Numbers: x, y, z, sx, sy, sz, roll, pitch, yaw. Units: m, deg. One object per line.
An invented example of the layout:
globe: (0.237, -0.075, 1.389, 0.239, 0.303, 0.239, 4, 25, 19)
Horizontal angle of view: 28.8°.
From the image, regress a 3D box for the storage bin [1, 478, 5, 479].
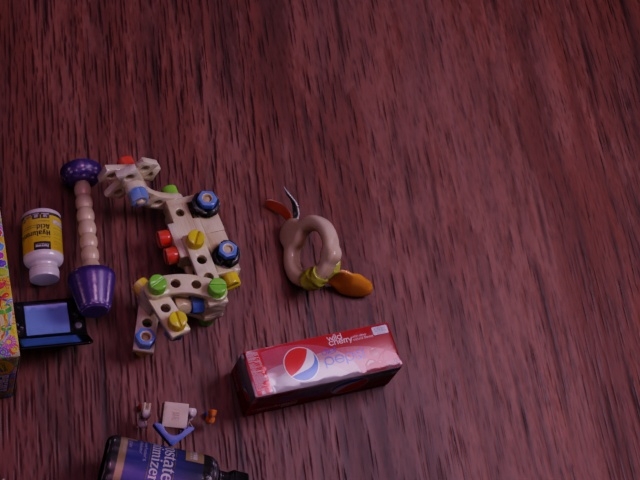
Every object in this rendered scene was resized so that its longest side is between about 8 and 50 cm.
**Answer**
storage bin: (-0.342, 0.457, 1.705, 0.262, 0.123, 0.260, 10, 24, 0)

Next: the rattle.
rattle: (0.000, 0.000, 2.171, 0.142, 0.130, 0.200, -3, 37, -30)

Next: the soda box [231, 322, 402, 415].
soda box: (-0.006, 0.210, 2.040, 0.263, 0.092, 0.083, -9, 67, -21)

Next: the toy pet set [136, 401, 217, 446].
toy pet set: (-0.222, 0.289, 1.933, 0.122, 0.114, 0.065, 7, 77, -11)

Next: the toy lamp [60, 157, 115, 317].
toy lamp: (-0.382, -0.003, 2.041, 0.080, 0.080, 0.275, -2, 57, -18)

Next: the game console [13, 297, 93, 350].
game console: (-0.428, 0.132, 1.968, 0.122, 0.071, 0.107, -3, 64, -19)

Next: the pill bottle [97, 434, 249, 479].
pill bottle: (-0.224, 0.373, 1.871, 0.219, 0.123, 0.123, 13, 60, -10)

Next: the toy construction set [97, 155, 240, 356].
toy construction set: (-0.249, 0.014, 2.051, 0.215, 0.151, 0.328, -14, 78, -22)

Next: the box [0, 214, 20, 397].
box: (-0.614, 0.089, 1.875, 0.279, 0.177, 0.290, -5, 65, -20)

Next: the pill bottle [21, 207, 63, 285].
pill bottle: (-0.452, 0.011, 2.028, 0.065, 0.065, 0.116, -1, 64, -17)
